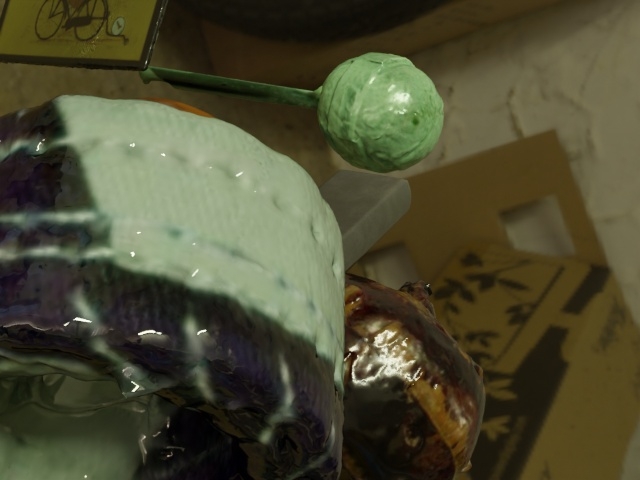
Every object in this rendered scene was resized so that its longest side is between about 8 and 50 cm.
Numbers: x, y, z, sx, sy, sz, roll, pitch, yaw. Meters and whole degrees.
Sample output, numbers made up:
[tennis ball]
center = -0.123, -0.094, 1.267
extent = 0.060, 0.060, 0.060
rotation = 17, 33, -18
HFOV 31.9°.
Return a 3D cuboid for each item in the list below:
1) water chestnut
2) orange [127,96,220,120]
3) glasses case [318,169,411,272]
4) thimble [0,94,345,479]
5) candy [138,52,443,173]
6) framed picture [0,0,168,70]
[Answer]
[water chestnut]
center = 0.051, 0.148, 1.219
extent = 0.300, 0.300, 0.300
rotation = 30, 52, -48
[orange]
center = -0.212, -0.024, 1.405
extent = 0.312, 0.312, 0.312
rotation = 30, 52, -48
[glasses case]
center = -0.001, 0.001, 0.873
extent = 0.190, 0.072, 0.042
rotation = -42, 141, -47
[thimble]
center = -0.097, 0.055, 0.546
extent = 0.237, 0.237, 0.150
rotation = 45, 37, -38
[candy]
center = -0.054, -0.161, 1.211
extent = 0.119, 0.440, 0.119
rotation = -19, 116, -43
[framed picture]
center = -0.193, -0.313, 1.031
extent = 0.013, 0.244, 0.323
rotation = 19, 83, -49
